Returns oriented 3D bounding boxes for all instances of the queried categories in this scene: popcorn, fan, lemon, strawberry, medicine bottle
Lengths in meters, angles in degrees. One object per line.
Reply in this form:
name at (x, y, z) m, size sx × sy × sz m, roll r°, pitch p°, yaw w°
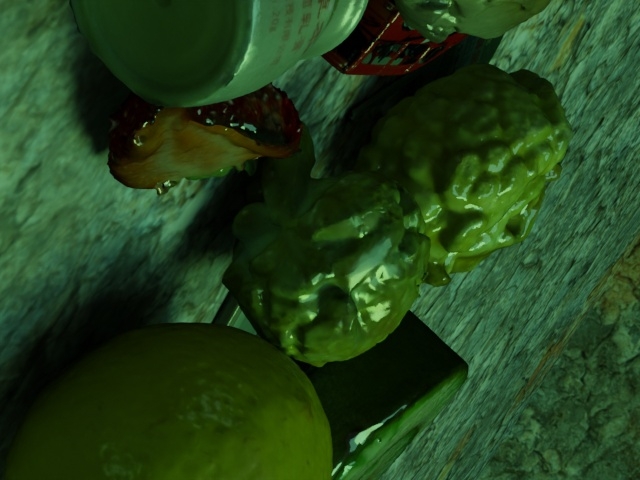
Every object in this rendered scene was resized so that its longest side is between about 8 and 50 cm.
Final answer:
popcorn at (0.152, -0.076, 1.393) m, size 0.225 × 0.173 × 0.286 m, roll -48°, pitch 164°, yaw 28°
fan at (0.132, -0.187, 1.450) m, size 0.294 × 0.012 × 0.223 m, roll -50°, pitch 161°, yaw -12°
lemon at (-0.118, 0.189, 1.140) m, size 0.260 × 0.260 × 0.284 m, roll -56°, pitch 156°, yaw 2°
strawberry at (-0.089, -0.089, 0.981) m, size 0.140 × 0.085 × 0.192 m, roll -17°, pitch 168°, yaw 35°
popcorn at (0.000, 0.000, 1.224) m, size 0.198 × 0.212 × 0.198 m, roll -36°, pitch -175°, yaw 4°
medicine bottle at (-0.058, -0.165, 0.856) m, size 0.143 × 0.147 × 0.147 m, roll -31°, pitch 149°, yaw -50°

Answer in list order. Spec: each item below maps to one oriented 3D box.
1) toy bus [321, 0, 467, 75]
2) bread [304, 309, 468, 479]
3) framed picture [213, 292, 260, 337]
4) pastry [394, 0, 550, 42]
toy bus at (0.067, -0.193, 1.197) m, size 0.089 × 0.081 × 0.195 m, roll -53°, pitch 162°, yaw 24°
bread at (0.011, 0.236, 1.623) m, size 0.382 × 0.129 × 0.366 m, roll -32°, pitch 159°, yaw -48°
framed picture at (-0.071, 0.110, 1.448) m, size 0.289 × 0.016 × 0.213 m, roll -60°, pitch 160°, yaw 14°
pastry at (0.099, -0.281, 0.879) m, size 0.330 × 0.136 × 0.329 m, roll -2°, pitch 90°, yaw -77°
